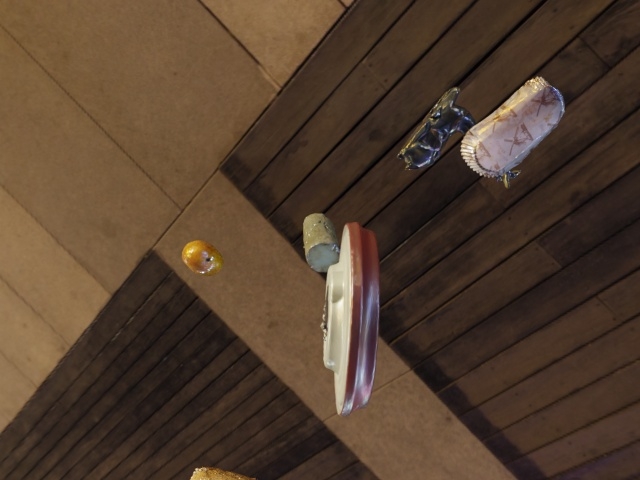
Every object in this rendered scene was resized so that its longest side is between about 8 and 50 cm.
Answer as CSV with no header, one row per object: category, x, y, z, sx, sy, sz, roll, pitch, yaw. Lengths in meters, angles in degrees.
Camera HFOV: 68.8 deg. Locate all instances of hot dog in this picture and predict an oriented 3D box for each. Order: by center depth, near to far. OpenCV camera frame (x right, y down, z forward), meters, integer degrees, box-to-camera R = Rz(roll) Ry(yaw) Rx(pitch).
hot dog,0.340,-0.194,0.825,0.191,0.059,0.108,-40,107,10

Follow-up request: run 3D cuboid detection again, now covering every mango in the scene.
mango,-0.330,0.055,1.333,0.115,0.165,0.089,28,79,18

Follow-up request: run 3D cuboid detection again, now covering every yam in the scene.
yam,0.000,0.000,1.422,0.108,0.194,0.107,-3,123,-5

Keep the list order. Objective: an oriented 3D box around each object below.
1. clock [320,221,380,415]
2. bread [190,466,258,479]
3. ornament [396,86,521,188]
clock,0.041,0.127,0.786,0.081,0.318,0.318,3,115,0
bread,-0.095,0.246,0.425,0.070,0.076,0.083,29,155,0
ornament,0.311,-0.181,1.003,0.236,0.080,0.202,38,91,-3
